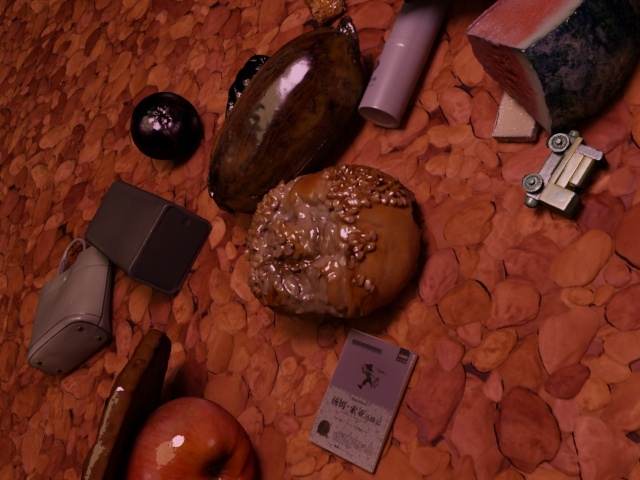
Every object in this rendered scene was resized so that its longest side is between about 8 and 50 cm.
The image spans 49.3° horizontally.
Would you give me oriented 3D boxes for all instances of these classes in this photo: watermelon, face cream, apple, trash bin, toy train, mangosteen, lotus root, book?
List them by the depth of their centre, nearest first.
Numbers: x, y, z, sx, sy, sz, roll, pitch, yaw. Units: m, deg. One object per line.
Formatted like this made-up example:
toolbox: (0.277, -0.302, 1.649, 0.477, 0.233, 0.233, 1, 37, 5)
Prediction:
toy train: (0.326, -0.089, 0.938, 0.081, 0.050, 0.122, 34, 91, 39)
watermelon: (0.322, -0.315, 0.963, 0.226, 0.148, 0.318, 7, 70, 30)
book: (0.061, 0.230, 1.018, 0.127, 0.014, 0.182, 15, 79, 43)
apple: (-0.193, 0.343, 1.041, 0.164, 0.209, 0.209, -7, 65, 40)
face cream: (0.144, -0.317, 1.176, 0.077, 0.077, 0.250, 15, 77, 42)
lotus root: (-0.061, -0.217, 1.221, 0.397, 0.179, 0.196, -49, 38, 10)
trash bin: (-0.356, -0.018, 1.409, 0.240, 0.122, 0.164, 25, 85, 46)
mangosteen: (-0.330, -0.241, 1.493, 0.152, 0.152, 0.152, -18, 59, 32)

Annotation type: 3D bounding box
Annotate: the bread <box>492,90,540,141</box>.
bread: (0.304, -0.216, 1.032, 0.068, 0.028, 0.154, 8, 75, 41)

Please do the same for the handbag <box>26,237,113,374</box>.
handbag: (-0.535, 0.123, 1.528, 0.241, 0.109, 0.315, -35, 38, 19)

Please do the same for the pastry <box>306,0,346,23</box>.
pastry: (0.004, -0.496, 1.393, 0.080, 0.056, 0.140, -28, 51, 11)

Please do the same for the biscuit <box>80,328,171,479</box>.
biscuit: (-0.311, 0.307, 1.109, 0.046, 0.359, 0.359, 18, 77, -2)

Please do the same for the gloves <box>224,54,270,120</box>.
gloves: (-0.137, -0.258, 1.356, 0.129, 0.106, 0.181, 4, 67, 38)

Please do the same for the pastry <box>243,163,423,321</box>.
pastry: (0.000, 0.000, 1.083, 0.310, 0.162, 0.255, -12, 60, 33)

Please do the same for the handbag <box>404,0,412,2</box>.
handbag: (0.240, -0.512, 0.975, 0.416, 0.180, 0.317, 16, 99, 52)
